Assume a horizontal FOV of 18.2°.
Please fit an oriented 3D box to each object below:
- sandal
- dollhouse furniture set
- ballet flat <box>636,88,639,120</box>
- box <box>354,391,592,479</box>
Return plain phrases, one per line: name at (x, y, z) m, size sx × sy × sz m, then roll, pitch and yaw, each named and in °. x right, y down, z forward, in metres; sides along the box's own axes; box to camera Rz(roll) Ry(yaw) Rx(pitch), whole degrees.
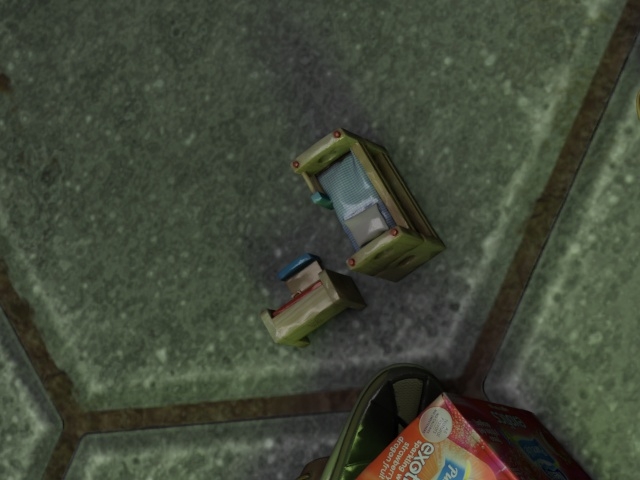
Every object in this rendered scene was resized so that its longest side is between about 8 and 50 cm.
sandal at (0.028, 0.249, 1.972) m, size 0.303 × 0.120 × 0.086 m, roll -60°, pitch 28°, yaw 11°
dollhouse furniture set at (0.000, 0.000, 1.994) m, size 0.183 × 0.129 × 0.129 m, roll -35°, pitch 71°, yaw 15°
ballet flat at (0.383, -0.061, 1.874) m, size 0.080 × 0.073 × 0.232 m, roll -34°, pitch 77°, yaw 11°
box at (0.150, 0.232, 1.829) m, size 0.128 × 0.257 × 0.122 m, roll -45°, pitch 67°, yaw 11°
